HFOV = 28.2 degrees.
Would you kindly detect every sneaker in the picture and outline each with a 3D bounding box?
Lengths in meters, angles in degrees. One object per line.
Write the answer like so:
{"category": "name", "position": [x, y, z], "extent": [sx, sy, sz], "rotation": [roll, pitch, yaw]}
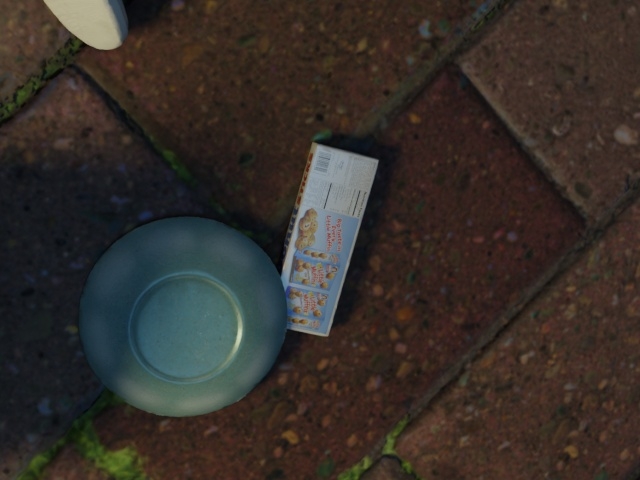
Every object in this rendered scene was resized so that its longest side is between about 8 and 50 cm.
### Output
{"category": "sneaker", "position": [-0.202, -0.264, 1.056], "extent": [0.094, 0.080, 0.212], "rotation": [-50, 127, -36]}

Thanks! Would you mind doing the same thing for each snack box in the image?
{"category": "snack box", "position": [0.000, 0.000, 1.206], "extent": [0.064, 0.022, 0.178], "rotation": [13, 99, -19]}

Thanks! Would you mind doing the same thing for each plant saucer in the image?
{"category": "plant saucer", "position": [-0.123, 0.076, 1.167], "extent": [0.194, 0.037, 0.195], "rotation": [-2, 103, -10]}
